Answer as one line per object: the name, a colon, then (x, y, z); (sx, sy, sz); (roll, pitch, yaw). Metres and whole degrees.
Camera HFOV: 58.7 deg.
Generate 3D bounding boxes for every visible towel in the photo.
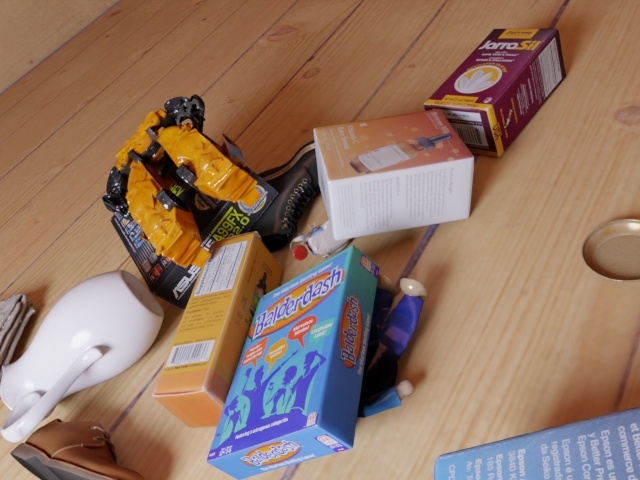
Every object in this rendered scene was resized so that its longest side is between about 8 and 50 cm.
towel: (-0.594, 0.196, 0.906); (0.283, 0.049, 0.187); (-19, 38, 15)

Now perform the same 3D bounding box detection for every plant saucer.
plant saucer: (0.305, 0.013, 0.565); (0.084, 0.015, 0.083); (-17, 40, 15)

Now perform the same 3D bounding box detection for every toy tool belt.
toy tool belt: (0.000, 0.000, 0.753); (0.083, 0.052, 0.051); (-29, 7, -3)

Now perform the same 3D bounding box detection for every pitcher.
pitcher: (-0.301, 0.143, 0.710); (0.207, 0.125, 0.178); (-41, 25, -4)

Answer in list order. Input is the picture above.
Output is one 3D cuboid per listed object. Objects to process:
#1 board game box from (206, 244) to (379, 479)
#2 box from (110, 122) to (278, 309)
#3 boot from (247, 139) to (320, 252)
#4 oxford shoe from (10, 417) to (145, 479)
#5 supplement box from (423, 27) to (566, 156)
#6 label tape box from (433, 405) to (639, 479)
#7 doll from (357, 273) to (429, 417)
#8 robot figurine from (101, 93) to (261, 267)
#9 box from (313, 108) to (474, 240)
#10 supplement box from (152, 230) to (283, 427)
board game box: (-0.023, 0.120, 0.581); (0.160, 0.047, 0.210); (-32, 29, 36)
box: (-0.207, -0.051, 0.875); (0.216, 0.060, 0.270); (-51, 40, 1)
boot: (-0.024, -0.059, 0.816); (0.198, 0.077, 0.136); (-29, 41, 23)
oxford shoe: (-0.258, 0.238, 0.631); (0.213, 0.076, 0.076); (4, 40, 35)
supplement box: (0.246, -0.211, 0.794); (0.104, 0.080, 0.188); (20, 59, 44)
label tape box: (0.218, 0.198, 0.251); (0.348, 0.115, 0.249); (-29, 33, 34)
doll: (0.042, 0.124, 0.586); (0.129, 0.046, 0.188); (7, 57, 38)
robot figurine: (-0.202, -0.090, 0.788); (0.211, 0.085, 0.291); (-49, 41, 3)
box: (0.086, -0.086, 0.713); (0.171, 0.090, 0.130); (-10, 39, -4)
supplement box: (-0.114, 0.100, 0.686); (0.080, 0.078, 0.233); (-12, 41, 26)
